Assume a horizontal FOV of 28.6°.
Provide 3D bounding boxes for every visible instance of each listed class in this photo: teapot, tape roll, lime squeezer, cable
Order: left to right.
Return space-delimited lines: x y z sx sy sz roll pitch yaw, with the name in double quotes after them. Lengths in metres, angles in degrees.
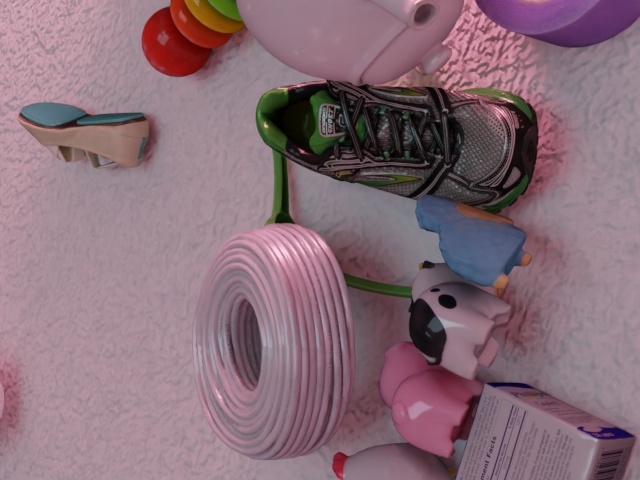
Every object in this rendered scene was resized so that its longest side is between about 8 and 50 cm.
-0.056 0.109 1.364 0.257 0.089 0.257 22 111 59 "cable"
0.000 0.000 1.436 0.110 0.059 0.310 -40 55 -1 "lime squeezer"
0.056 -0.237 1.214 0.187 0.256 0.252 48 138 2 "teapot"
0.236 -0.285 1.209 0.189 0.080 0.188 -3 85 43 "tape roll"

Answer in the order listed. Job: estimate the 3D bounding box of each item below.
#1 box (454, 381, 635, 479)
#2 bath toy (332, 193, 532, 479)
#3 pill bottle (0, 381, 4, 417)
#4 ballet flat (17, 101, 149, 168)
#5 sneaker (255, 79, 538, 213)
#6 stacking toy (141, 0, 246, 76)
0.210 0.217 1.201 0.137 0.072 0.126 25 104 40 "box"
0.104 0.136 1.264 0.129 0.151 0.348 23 111 20 "bath toy"
-0.619 0.240 1.888 0.323 0.182 0.181 -5 84 43 "pill bottle"
-0.327 -0.139 1.723 0.248 0.086 0.086 11 95 42 "ballet flat"
0.072 -0.100 1.302 0.344 0.146 0.134 7 92 42 "sneaker"
-0.107 -0.309 1.504 0.330 0.141 0.141 -35 65 42 "stacking toy"
